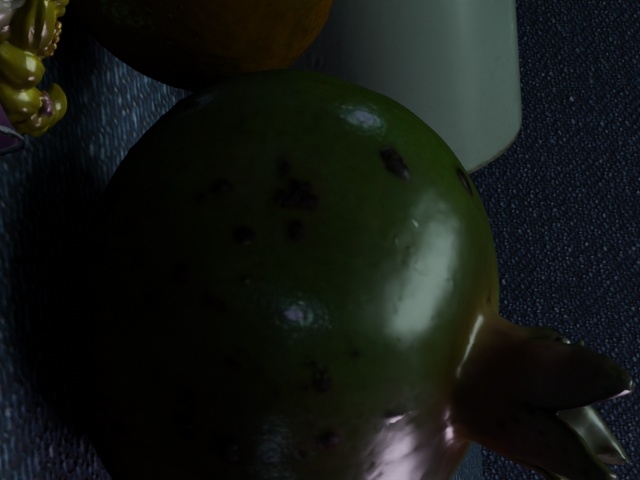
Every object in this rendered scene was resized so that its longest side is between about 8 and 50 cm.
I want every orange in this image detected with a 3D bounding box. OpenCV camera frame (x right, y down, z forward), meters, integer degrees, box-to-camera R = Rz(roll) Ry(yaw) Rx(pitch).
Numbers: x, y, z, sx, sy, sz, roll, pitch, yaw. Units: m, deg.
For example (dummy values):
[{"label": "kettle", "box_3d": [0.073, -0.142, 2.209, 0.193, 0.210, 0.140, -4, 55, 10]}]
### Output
[{"label": "orange", "box_3d": [-0.070, -0.190, 0.854, 0.158, 0.179, 0.237, -71, -179, -54]}]

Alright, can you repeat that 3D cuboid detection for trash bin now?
[{"label": "trash bin", "box_3d": [0.016, -0.274, 1.138, 0.280, 0.280, 0.432, -76, 158, -60]}]

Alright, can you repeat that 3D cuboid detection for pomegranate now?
[{"label": "pomegranate", "box_3d": [0.016, 0.038, 0.844, 0.291, 0.323, 0.290, -9, 90, -71]}]

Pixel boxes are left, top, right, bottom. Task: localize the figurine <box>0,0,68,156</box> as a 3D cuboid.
[{"label": "figurine", "box_3d": [-0.151, -0.118, 0.673, 0.115, 0.095, 0.156, 12, 75, -66]}]
